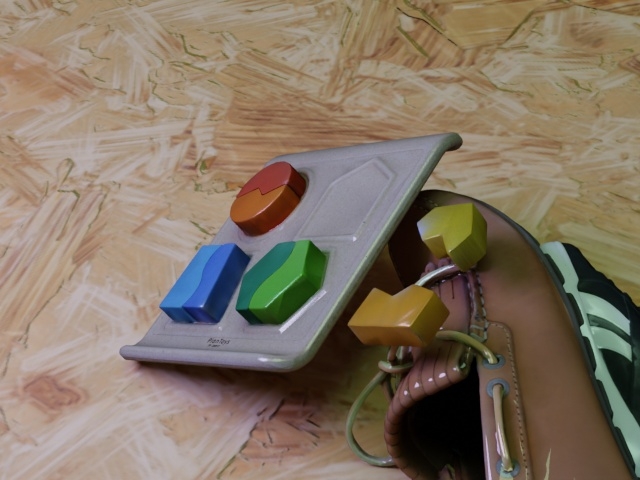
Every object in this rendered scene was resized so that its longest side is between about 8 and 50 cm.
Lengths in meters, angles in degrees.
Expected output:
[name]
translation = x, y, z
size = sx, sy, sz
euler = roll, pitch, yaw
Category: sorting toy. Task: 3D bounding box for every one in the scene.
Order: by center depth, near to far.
[sorting toy]
translation = 0.000, 0.000, 0.976
size = 0.307, 0.041, 0.229
euler = -3, 43, 53

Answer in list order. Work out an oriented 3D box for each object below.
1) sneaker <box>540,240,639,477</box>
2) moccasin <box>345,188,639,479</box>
[sneaker]
translation = 0.226, 0.081, 0.943
size = 0.121, 0.079, 0.217
euler = -10, 47, -6
[moccasin]
translation = 0.096, 0.108, 0.897
size = 0.147, 0.139, 0.380
euler = -6, 48, -10
